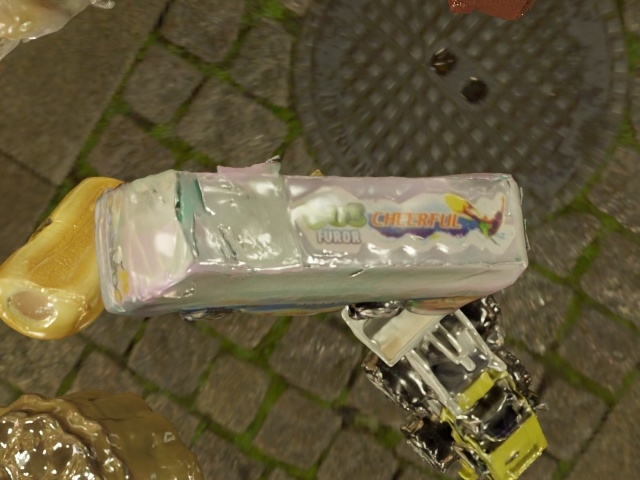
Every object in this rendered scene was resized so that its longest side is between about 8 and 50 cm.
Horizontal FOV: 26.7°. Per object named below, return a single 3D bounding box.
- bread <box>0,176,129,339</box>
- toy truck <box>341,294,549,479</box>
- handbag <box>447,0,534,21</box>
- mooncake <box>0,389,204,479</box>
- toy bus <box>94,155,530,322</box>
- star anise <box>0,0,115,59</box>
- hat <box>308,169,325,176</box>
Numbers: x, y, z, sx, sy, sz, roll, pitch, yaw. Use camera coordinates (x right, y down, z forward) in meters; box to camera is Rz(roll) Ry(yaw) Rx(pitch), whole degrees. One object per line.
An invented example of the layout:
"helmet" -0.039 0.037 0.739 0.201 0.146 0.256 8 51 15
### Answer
"bread" -0.312 0.023 1.756 0.142 0.305 0.091 21 124 6
"toy truck" 0.126 0.123 1.226 0.136 0.111 0.286 -44 136 -10
"handbag" 0.097 -0.290 1.275 0.260 0.275 0.084 12 86 1
"mooncake" -0.297 0.332 1.568 0.324 0.187 0.324 -2 85 31
"toy bus" 0.000 0.000 1.001 0.317 0.138 0.112 -2 78 -31
"star anise" -0.064 -0.109 0.387 0.065 0.195 0.182 42 144 -15
"hat" -0.003 -0.052 1.606 0.146 0.146 0.067 4 104 4
